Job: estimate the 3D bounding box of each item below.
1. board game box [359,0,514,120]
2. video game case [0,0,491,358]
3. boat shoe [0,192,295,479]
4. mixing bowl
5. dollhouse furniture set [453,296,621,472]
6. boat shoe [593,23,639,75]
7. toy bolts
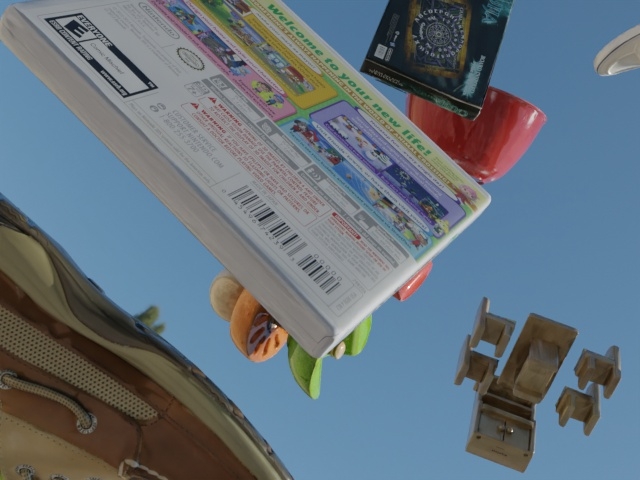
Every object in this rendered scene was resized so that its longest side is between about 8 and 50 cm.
[{"bbox_3d":[0.127,-0.222,0.871,0.126,0.186,0.026,23,-27,-3],"label":"board game box"},{"bbox_3d":[-0.024,-0.059,0.446,0.212,0.193,0.023,44,-54,9],"label":"video game case"},{"bbox_3d":[-0.150,0.095,0.531,0.324,0.120,0.122,42,-12,1],"label":"boat shoe"},{"bbox_3d":[0.177,-0.128,1.051,0.181,0.098,0.181,18,-1,0],"label":"mixing bowl"},{"bbox_3d":[0.318,0.208,1.322,0.212,0.161,0.242,20,-58,6],"label":"dollhouse furniture set"},{"bbox_3d":[0.259,-0.148,0.655,0.100,0.035,0.035,-28,-115,36],"label":"boat shoe"},{"bbox_3d":[0.000,0.000,0.845,0.158,0.228,0.218,29,-45,24],"label":"toy bolts"}]
